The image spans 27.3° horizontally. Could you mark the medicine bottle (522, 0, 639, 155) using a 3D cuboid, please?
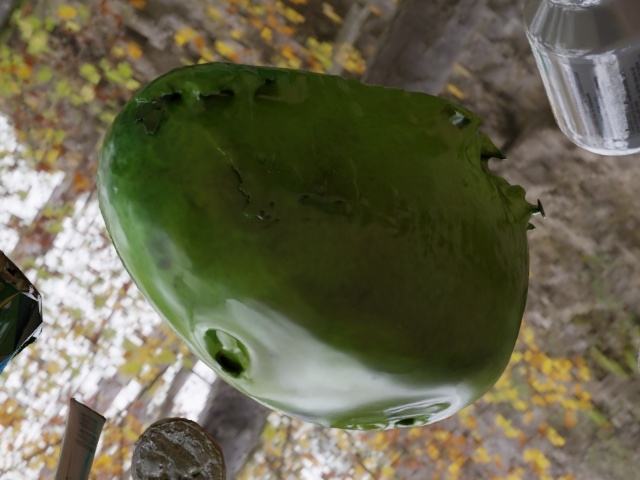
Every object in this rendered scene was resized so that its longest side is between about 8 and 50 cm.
[{"bbox_3d":[0.249,-0.187,1.150,0.215,0.135,0.135,59,-163,-45],"label":"medicine bottle"}]

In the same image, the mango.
[{"bbox_3d":[-0.001,0.000,0.455,0.178,0.100,0.119,25,-119,-36],"label":"mango"}]

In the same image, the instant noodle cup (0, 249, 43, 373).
[{"bbox_3d":[-0.425,0.097,1.349,0.240,0.240,0.178,34,-124,-5],"label":"instant noodle cup"}]

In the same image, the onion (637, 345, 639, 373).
[{"bbox_3d":[0.434,0.089,1.204,0.272,0.272,0.195,26,-118,-15],"label":"onion"}]

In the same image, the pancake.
[{"bbox_3d":[-0.184,0.306,1.725,0.158,0.158,0.028,49,-153,14],"label":"pancake"}]

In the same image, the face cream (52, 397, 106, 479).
[{"bbox_3d":[-0.180,0.171,0.956,0.038,0.020,0.115,40,-134,-38],"label":"face cream"}]
